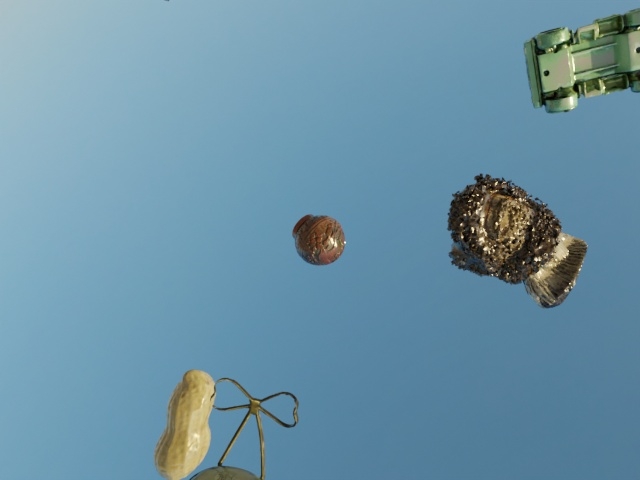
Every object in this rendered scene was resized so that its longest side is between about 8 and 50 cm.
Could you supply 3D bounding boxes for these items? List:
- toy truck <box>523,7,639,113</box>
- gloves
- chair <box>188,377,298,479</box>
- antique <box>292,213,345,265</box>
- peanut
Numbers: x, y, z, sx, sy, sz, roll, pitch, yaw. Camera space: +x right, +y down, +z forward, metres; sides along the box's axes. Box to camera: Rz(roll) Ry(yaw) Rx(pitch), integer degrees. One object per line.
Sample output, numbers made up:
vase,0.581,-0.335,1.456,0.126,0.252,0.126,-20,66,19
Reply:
toy truck,0.437,-0.279,0.894,0.259,0.128,0.135,-14,-162,6
gloves,0.373,-0.001,1.167,0.210,0.312,0.135,-51,-170,-6
chair,-0.151,0.418,0.987,0.160,0.325,0.170,12,-167,12
antique,0.000,0.000,1.120,0.104,0.104,0.104,-20,-138,19
peanut,-0.307,0.428,1.379,0.123,0.123,0.256,13,-95,43
